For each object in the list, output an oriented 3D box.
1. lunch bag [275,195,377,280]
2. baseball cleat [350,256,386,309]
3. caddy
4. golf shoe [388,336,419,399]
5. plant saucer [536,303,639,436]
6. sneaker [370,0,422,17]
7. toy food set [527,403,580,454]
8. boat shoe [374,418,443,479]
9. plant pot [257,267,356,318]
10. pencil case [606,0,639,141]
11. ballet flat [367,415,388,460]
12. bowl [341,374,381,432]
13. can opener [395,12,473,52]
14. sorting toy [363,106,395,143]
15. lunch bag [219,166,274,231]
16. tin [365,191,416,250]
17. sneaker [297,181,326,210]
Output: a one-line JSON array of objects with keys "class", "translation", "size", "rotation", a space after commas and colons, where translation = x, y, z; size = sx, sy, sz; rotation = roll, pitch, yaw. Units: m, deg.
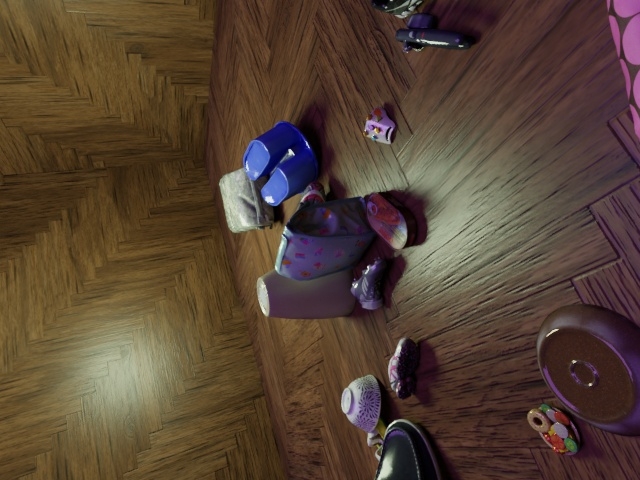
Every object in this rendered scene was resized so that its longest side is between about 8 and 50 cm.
[{"class": "lunch bag", "translation": [0.000, 0.000, 1.151], "size": [0.223, 0.262, 0.160], "rotation": [114, 139, -53]}, {"class": "baseball cleat", "translation": [0.153, 0.127, 1.123], "size": [0.109, 0.072, 0.206], "rotation": [57, 155, 16]}, {"class": "caddy", "translation": [-0.134, -0.278, 1.454], "size": [0.241, 0.179, 0.341], "rotation": [56, 155, -2]}, {"class": "golf shoe", "translation": [0.208, 0.327, 1.059], "size": [0.086, 0.067, 0.186], "rotation": [-136, 42, -55]}, {"class": "plant saucer", "translation": [0.405, 0.196, 0.604], "size": [0.198, 0.036, 0.199], "rotation": [35, 130, 57]}, {"class": "sneaker", "translation": [0.173, -0.493, 0.753], "size": [0.234, 0.106, 0.078], "rotation": [4, 104, 66]}, {"class": "toy food set", "translation": [0.400, 0.322, 0.683], "size": [0.083, 0.020, 0.083], "rotation": [113, 141, -51]}, {"class": "boat shoe", "translation": [0.179, 0.678, 0.941], "size": [0.186, 0.156, 0.500], "rotation": [-22, 43, 41]}, {"class": "plant pot", "translation": [-0.063, 0.161, 1.344], "size": [0.256, 0.274, 0.257], "rotation": [169, 90, -67]}, {"class": "pencil case", "translation": [0.381, -0.207, 0.431], "size": [0.095, 0.098, 0.209], "rotation": [-8, -94, -69]}, {"class": "ballet flat", "translation": [0.188, 0.613, 1.206], "size": [0.231, 0.077, 0.077], "rotation": [-134, 39, -52]}, {"class": "bowl", "translation": [0.115, 0.503, 1.251], "size": [0.170, 0.080, 0.170], "rotation": [-168, 90, -75]}, {"class": "can opener", "translation": [0.211, -0.392, 0.770], "size": [0.186, 0.059, 0.073], "rotation": [-129, 37, -49]}, {"class": "sorting toy", "translation": [0.151, -0.274, 0.989], "size": [0.075, 0.045, 0.083], "rotation": [36, 135, 31]}, {"class": "lunch bag", "translation": [-0.329, -0.188, 1.873], "size": [0.256, 0.212, 0.305], "rotation": [171, 88, -67]}, {"class": "tin", "translation": [0.175, -0.052, 1.018], "size": [0.190, 0.040, 0.106], "rotation": [53, 141, 46]}, {"class": "sneaker", "translation": [-0.029, -0.070, 1.399], "size": [0.299, 0.120, 0.112], "rotation": [109, 172, -49]}]
